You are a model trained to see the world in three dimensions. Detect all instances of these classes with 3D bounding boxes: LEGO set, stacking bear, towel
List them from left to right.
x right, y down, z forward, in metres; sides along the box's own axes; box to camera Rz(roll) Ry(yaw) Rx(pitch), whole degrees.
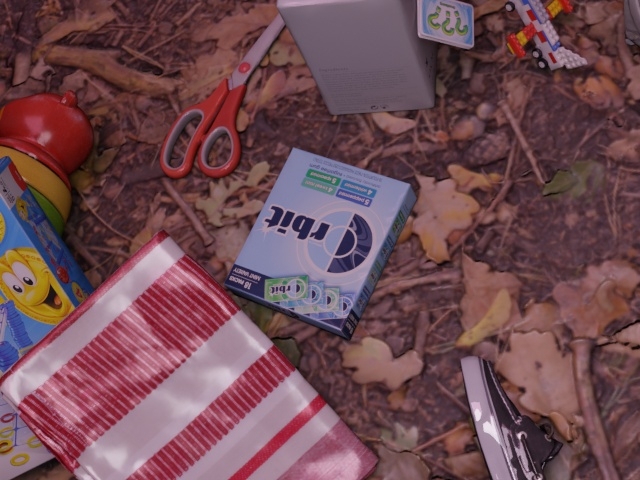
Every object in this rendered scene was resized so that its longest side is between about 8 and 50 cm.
[{"bbox_3d":[-0.380,-0.058,1.224,0.164,0.175,0.289,23,64,2],"label":"stacking bear"},{"bbox_3d":[-0.134,0.185,1.010,0.237,0.037,0.329,-43,90,-5],"label":"towel"},{"bbox_3d":[0.216,-0.293,1.114,0.060,0.244,0.183,-11,75,55],"label":"LEGO set"}]

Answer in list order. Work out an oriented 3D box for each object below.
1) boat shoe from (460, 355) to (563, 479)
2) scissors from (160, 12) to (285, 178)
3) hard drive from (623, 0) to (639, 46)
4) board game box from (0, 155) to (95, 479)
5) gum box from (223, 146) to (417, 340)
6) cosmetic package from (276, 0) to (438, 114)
[{"bbox_3d":[0.197,0.212,0.954,0.076,0.080,0.229,-18,63,3],"label":"boat shoe"},{"bbox_3d":[-0.114,-0.207,1.276,0.109,0.021,0.297,12,72,24],"label":"scissors"},{"bbox_3d":[0.467,-0.238,0.978,0.338,0.237,0.064,19,74,24],"label":"hard drive"},{"bbox_3d":[-0.392,0.115,1.074,0.308,0.302,0.086,-27,19,5],"label":"board game box"},{"bbox_3d":[0.000,0.000,1.133,0.156,0.041,0.184,20,75,25],"label":"gum box"},{"bbox_3d":[0.055,-0.299,1.147,0.138,0.225,0.224,-2,67,17],"label":"cosmetic package"}]
